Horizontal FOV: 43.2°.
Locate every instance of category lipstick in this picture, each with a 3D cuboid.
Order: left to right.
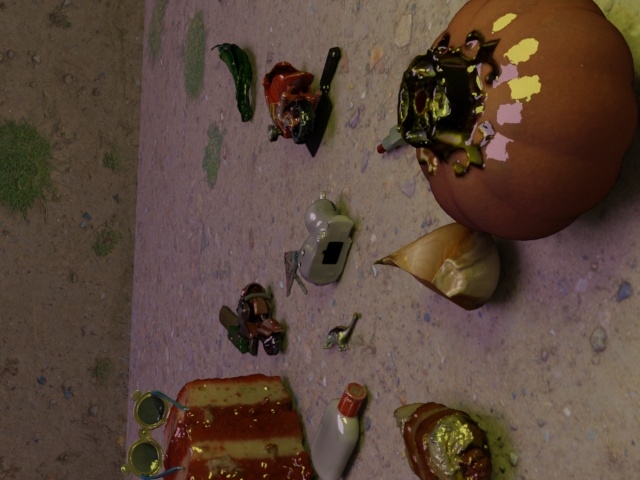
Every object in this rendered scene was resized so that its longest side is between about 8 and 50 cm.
[{"bbox_3d":[0.129,-0.174,1.390,0.129,0.030,0.030,147,120,-61],"label":"lipstick"}]

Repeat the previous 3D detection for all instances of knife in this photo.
[{"bbox_3d":[0.008,-0.284,1.683,0.072,0.019,0.245,-116,33,-42],"label":"knife"}]

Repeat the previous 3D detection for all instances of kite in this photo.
[{"bbox_3d":[-0.059,0.079,1.821,0.152,0.005,0.137,-116,33,-45],"label":"kite"}]

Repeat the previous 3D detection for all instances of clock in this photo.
[{"bbox_3d":[0.001,0.000,1.605,0.117,0.080,0.176,-122,41,-49],"label":"clock"}]

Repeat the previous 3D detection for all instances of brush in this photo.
[{"bbox_3d":[-0.232,0.238,2.150,0.282,0.048,0.054,-149,66,-64],"label":"brush"}]

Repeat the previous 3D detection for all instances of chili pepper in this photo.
[{"bbox_3d":[-0.221,-0.449,2.130,0.122,0.065,0.279,-54,45,46],"label":"chili pepper"}]

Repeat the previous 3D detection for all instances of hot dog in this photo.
[{"bbox_3d":[0.185,0.304,1.175,0.213,0.103,0.146,-160,51,-74],"label":"hot dog"}]

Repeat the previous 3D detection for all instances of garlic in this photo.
[{"bbox_3d":[0.190,0.041,1.160,0.115,0.128,0.207,50,166,-16],"label":"garlic"}]

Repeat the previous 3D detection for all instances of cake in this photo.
[{"bbox_3d":[-0.200,0.481,1.792,0.270,0.269,0.319,114,148,-41],"label":"cake"}]

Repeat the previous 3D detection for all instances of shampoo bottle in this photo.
[{"bbox_3d":[0.036,0.361,1.544,0.108,0.051,0.221,-114,34,-47],"label":"shampoo bottle"}]

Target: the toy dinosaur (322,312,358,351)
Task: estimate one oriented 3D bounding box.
[{"bbox_3d":[0.032,0.196,1.585,0.180,0.037,0.058,-39,30,51],"label":"toy dinosaur"}]

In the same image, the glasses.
[{"bbox_3d":[-0.320,0.415,1.702,0.221,0.088,0.189,-7,72,47],"label":"glasses"}]

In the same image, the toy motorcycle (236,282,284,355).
[{"bbox_3d":[-0.145,0.179,1.916,0.212,0.084,0.118,42,126,49],"label":"toy motorcycle"}]

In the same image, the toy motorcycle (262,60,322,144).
[{"bbox_3d":[-0.069,-0.297,1.738,0.298,0.089,0.171,-138,50,-70],"label":"toy motorcycle"}]

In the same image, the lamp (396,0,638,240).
[{"bbox_3d":[0.215,-0.151,0.947,0.305,0.240,0.305,-179,90,-67],"label":"lamp"}]
